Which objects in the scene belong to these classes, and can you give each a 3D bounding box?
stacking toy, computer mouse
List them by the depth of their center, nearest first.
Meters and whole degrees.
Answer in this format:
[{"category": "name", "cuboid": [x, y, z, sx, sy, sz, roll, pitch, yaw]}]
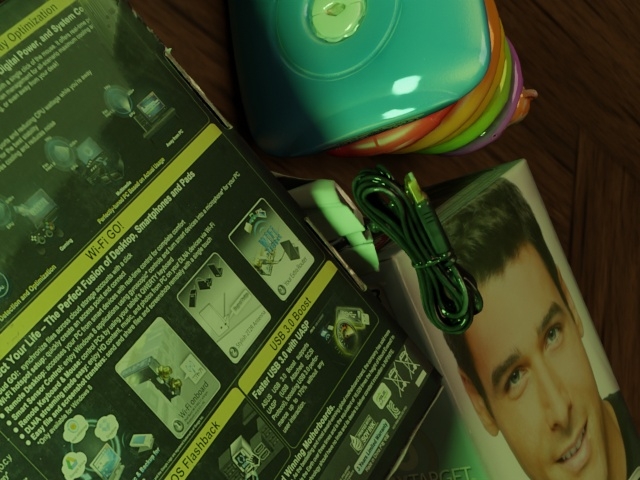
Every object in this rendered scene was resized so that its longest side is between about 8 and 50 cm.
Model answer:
[{"category": "computer mouse", "cuboid": [0.000, 0.000, 0.770, 0.042, 0.193, 0.106, -49, 123, -27]}, {"category": "stacking toy", "cuboid": [0.080, -0.121, 0.948, 0.302, 0.175, 0.166, 17, 59, -60]}]

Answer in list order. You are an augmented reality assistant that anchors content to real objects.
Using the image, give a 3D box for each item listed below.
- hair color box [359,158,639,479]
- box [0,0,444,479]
[{"category": "hair color box", "cuboid": [0.127, 0.154, 0.915, 0.185, 0.113, 0.375, -35, 104, -48]}, {"category": "box", "cuboid": [-0.136, 0.086, 0.610, 0.318, 0.097, 0.395, 50, 44, -13]}]
